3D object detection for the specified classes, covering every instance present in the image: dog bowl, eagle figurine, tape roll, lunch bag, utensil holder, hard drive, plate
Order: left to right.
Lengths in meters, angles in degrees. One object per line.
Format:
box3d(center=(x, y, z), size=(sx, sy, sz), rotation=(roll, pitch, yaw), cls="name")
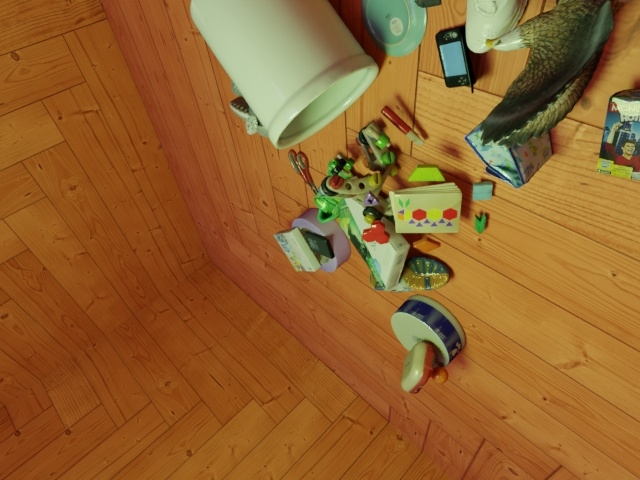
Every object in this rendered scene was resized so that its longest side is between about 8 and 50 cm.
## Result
box3d(center=(-0.092, -0.489, 1.074), size=(0.386, 0.327, 0.327), rotation=(55, 154, 0), cls="utensil holder")
box3d(center=(-0.005, 0.017, 1.696), size=(0.135, 0.022, 0.094), rotation=(22, 141, 46), cls="hard drive")
box3d(center=(0.000, 0.000, 1.794), size=(0.274, 0.090, 0.275), rotation=(39, 150, 27), cls="tape roll")
box3d(center=(0.159, -0.514, 0.961), size=(0.188, 0.024, 0.188), rotation=(38, 150, 27), cls="plate")
box3d(center=(0.394, 0.338, 1.561), size=(0.264, 0.104, 0.265), rotation=(38, 151, 26), cls="dog bowl")
box3d(center=(0.393, -0.198, 0.858), size=(0.151, 0.128, 0.096), rotation=(50, 159, 0), cls="lunch bag")
box3d(center=(0.362, -0.292, 0.660), size=(0.225, 0.226, 0.299), rotation=(-142, 54, -72), cls="eagle figurine")

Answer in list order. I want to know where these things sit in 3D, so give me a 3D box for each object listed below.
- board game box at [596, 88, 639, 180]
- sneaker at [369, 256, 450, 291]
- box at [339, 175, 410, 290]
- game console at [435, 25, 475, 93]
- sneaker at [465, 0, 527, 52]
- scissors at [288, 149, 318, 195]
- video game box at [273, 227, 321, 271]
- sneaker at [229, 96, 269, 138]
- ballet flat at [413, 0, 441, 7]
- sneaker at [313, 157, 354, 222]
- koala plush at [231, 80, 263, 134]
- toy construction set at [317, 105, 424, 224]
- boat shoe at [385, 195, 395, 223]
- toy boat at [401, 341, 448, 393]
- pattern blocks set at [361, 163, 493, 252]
box3d(center=(0.570, -0.184, 0.668), size=(0.194, 0.060, 0.194), rotation=(26, 143, 42), cls="board game box")
box3d(center=(0.316, 0.121, 1.441), size=(0.296, 0.130, 0.112), rotation=(-6, 76, 42), cls="sneaker")
box3d(center=(0.164, -0.023, 1.385), size=(0.322, 0.058, 0.232), rotation=(59, 161, 32), cls="box")
box3d(center=(0.281, -0.374, 0.884), size=(0.107, 0.071, 0.122), rotation=(16, 136, 50), cls="game console")
box3d(center=(0.291, -0.455, 0.701), size=(0.111, 0.129, 0.297), rotation=(36, 151, 26), cls="sneaker")
box3d(center=(-0.042, -0.224, 1.665), size=(0.109, 0.021, 0.297), rotation=(9, 132, 51), cls="scissors")
box3d(center=(-0.104, 0.044, 1.865), size=(0.187, 0.048, 0.205), rotation=(-8, 117, 59), cls="video game box")
box3d(center=(-0.243, -0.452, 1.599), size=(0.281, 0.105, 0.115), rotation=(39, 151, 24), cls="sneaker")
box3d(center=(0.232, -0.536, 0.776), size=(0.074, 0.074, 0.203), rotation=(40, 146, 23), cls="ballet flat")
box3d(center=(0.045, -0.159, 1.480), size=(0.109, 0.123, 0.296), rotation=(40, 151, 24), cls="sneaker")
box3d(center=(-0.181, -0.459, 1.407), size=(0.203, 0.196, 0.221), rotation=(41, 150, 0), cls="koala plush")
box3d(center=(0.172, -0.190, 1.184), size=(0.237, 0.258, 0.309), rotation=(38, 139, -9), cls="toy construction set")
box3d(center=(0.244, -0.094, 1.281), size=(0.095, 0.084, 0.258), rotation=(54, 154, -4), cls="boat shoe")
box3d(center=(0.381, 0.469, 1.505), size=(0.151, 0.151, 0.231), rotation=(16, 147, 5), cls="toy boat")
box3d(center=(0.276, -0.080, 1.114), size=(0.324, 0.026, 0.286), rotation=(6, 134, 7), cls="pattern blocks set")
